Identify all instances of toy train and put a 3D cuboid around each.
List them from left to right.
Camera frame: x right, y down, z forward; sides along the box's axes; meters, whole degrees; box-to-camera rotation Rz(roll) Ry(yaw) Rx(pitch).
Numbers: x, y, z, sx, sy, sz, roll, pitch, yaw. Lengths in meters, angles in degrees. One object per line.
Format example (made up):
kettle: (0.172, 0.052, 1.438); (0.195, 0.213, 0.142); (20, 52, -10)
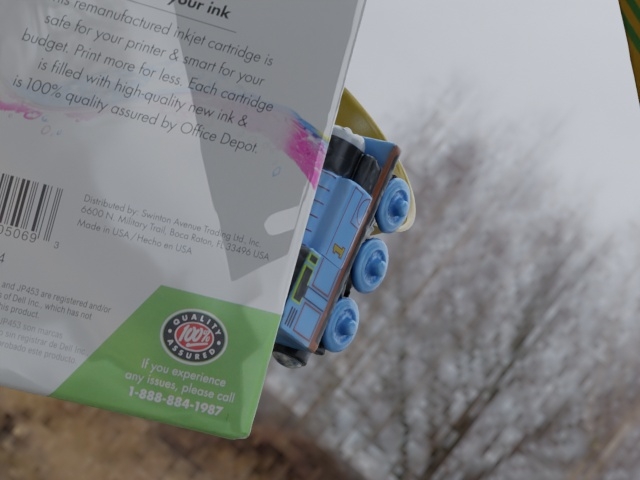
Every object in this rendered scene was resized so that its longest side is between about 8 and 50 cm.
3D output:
toy train: (0.000, 0.000, 1.315); (0.080, 0.184, 0.105); (16, -14, 33)

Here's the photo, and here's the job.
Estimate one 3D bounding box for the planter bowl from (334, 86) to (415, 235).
planter bowl: (-0.019, -0.070, 1.620); (0.217, 0.090, 0.217); (40, 25, -23)

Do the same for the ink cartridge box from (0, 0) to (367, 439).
ink cartridge box: (-0.099, -0.096, 0.944); (0.207, 0.353, 0.119); (16, 1, -18)

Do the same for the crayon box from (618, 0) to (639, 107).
crayon box: (0.210, -0.080, 0.649); (0.083, 0.203, 0.323); (0, -75, 56)
